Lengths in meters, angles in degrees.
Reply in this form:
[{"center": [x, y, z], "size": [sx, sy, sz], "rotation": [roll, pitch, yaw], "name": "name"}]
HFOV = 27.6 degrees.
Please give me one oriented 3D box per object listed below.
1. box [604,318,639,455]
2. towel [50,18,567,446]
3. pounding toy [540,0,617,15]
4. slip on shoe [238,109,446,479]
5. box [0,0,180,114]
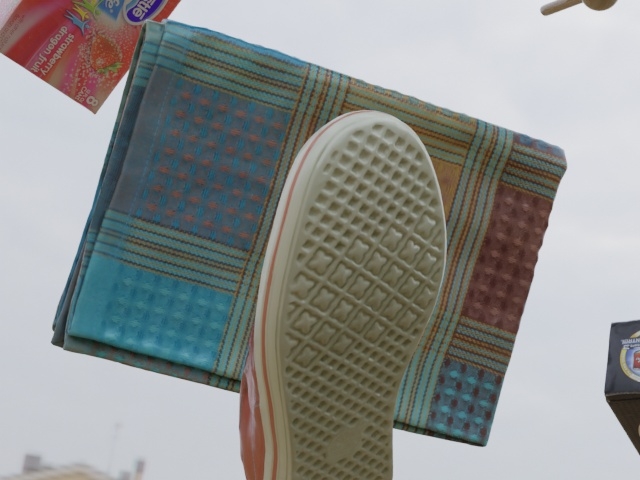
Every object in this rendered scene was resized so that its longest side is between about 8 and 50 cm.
[{"center": [0.333, 0.139, 0.859], "size": [0.216, 0.060, 0.270], "rotation": [-9, -41, 28], "name": "box"}, {"center": [0.000, 0.000, 1.044], "size": [0.370, 0.271, 0.040], "rotation": [16, 0, -13], "name": "towel"}, {"center": [0.387, -0.410, 1.718], "size": [0.110, 0.237, 0.183], "rotation": [51, -10, -20], "name": "pounding toy"}, {"center": [-0.001, 0.062, 0.820], "size": [0.123, 0.101, 0.331], "rotation": [-14, -50, -26], "name": "slip on shoe"}, {"center": [-0.238, -0.317, 1.488], "size": [0.154, 0.300, 0.142], "rotation": [34, 10, -30], "name": "box"}]
